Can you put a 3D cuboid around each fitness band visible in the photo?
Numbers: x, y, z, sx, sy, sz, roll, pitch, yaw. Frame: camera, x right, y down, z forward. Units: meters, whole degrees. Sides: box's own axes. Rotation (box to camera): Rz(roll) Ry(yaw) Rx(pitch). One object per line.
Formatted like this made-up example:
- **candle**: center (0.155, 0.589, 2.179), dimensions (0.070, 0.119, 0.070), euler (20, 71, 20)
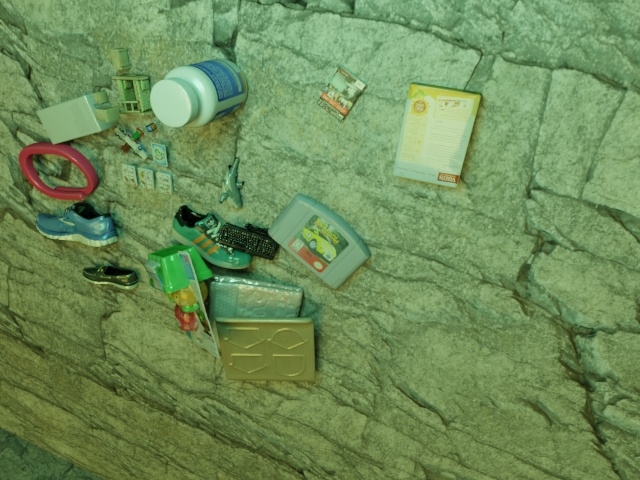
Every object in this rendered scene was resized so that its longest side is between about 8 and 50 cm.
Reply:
- **fitness band**: center (-0.916, -0.243, 1.579), dimensions (0.291, 0.054, 0.208), euler (4, 128, 18)

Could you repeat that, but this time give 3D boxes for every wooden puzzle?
- **wooden puzzle**: center (-0.180, 0.366, 1.563), dimensions (0.323, 0.080, 0.347), euler (1, 128, 2)

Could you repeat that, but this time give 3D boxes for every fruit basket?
- **fruit basket**: center (-0.447, 0.195, 1.467), dimensions (0.327, 0.166, 0.352), euler (6, 107, 56)

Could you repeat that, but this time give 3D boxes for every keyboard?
- **keyboard**: center (-0.225, -0.007, 1.437), dimensions (0.192, 0.038, 0.100), euler (18, 92, -11)

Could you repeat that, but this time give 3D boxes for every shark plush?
- **shark plush**: center (-0.270, -0.180, 1.414), dimensions (0.067, 0.073, 0.161), euler (9, 100, -6)

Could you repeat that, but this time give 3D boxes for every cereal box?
- **cereal box**: center (0.290, -0.265, 1.147), dimensions (0.173, 0.047, 0.240), euler (15, 121, 13)

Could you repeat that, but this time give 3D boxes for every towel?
- **towel**: center (-0.241, 0.278, 1.578), dimensions (0.317, 0.053, 0.331), euler (10, 123, -6)

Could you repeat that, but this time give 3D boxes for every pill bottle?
- **pill bottle**: center (-0.314, -0.381, 1.175), dimensions (0.153, 0.272, 0.152), euler (8, 118, 16)

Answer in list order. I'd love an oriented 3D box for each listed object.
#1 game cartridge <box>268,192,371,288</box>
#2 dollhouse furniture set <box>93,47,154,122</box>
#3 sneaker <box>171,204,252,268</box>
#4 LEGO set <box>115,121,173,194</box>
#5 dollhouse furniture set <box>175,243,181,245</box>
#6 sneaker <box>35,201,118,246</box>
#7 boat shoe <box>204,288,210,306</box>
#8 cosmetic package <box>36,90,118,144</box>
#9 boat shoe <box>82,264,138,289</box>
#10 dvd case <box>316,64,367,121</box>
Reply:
- **game cartridge**: center (0.000, 0.000, 1.392), dimensions (0.294, 0.060, 0.196), euler (39, 118, -3)
- **dollhouse furniture set**: center (-0.573, -0.448, 1.301), dimensions (0.101, 0.161, 0.181), euler (8, 120, 16)
- **sneaker**: center (-0.356, -0.013, 1.482), dimensions (0.302, 0.108, 0.121), euler (26, 126, 7)
- **LEGO set**: center (-0.568, -0.280, 1.469), dimensions (0.183, 0.060, 0.244), euler (14, 129, 9)
- **dollhouse furniture set**: center (-0.482, 0.088, 1.632), dimensions (0.076, 0.059, 0.151), euler (13, 101, 22)
- **sneaker**: center (-0.892, -0.075, 1.656), dimensions (0.331, 0.130, 0.147), euler (8, 104, 13)
- **boat shoe**: center (-0.385, 0.223, 1.640), dimensions (0.229, 0.080, 0.076), euler (-12, 141, 14)
- **cosmetic package**: center (-0.784, -0.394, 1.455), dimensions (0.231, 0.085, 0.117), euler (-4, 115, 25)
- **boat shoe**: center (-0.815, 0.129, 1.746), dimensions (0.228, 0.081, 0.068), euler (10, 117, 7)
- **dvd case**: center (0.055, -0.387, 1.191), dimensions (0.087, 0.013, 0.119), euler (37, 124, -1)
